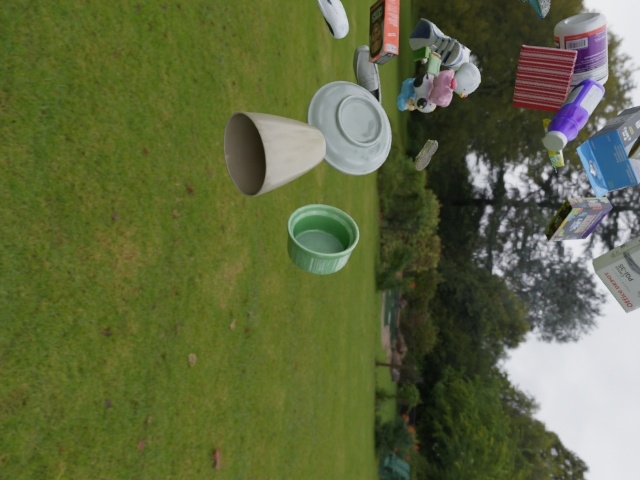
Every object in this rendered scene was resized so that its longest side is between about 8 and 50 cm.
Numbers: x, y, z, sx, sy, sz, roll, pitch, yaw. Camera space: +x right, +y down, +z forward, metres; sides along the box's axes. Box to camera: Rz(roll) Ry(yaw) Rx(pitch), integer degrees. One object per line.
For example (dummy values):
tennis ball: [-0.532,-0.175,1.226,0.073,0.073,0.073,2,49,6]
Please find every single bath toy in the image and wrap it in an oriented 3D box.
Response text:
bath toy: [0.448,-0.576,1.802,0.129,0.348,0.152,-34,111,-26]

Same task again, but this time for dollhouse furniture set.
dollhouse furniture set: [0.387,-0.627,1.624,0.151,0.058,0.076,7,90,-41]

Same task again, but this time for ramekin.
ramekin: [0.000,0.000,1.990,0.304,0.303,0.148,-72,177,-45]

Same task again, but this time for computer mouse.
computer mouse: [0.032,-0.708,1.415,0.193,0.106,0.042,57,-6,-23]

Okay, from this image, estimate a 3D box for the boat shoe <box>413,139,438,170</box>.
boat shoe: [0.439,-0.363,1.996,0.056,0.048,0.153,39,82,-41]

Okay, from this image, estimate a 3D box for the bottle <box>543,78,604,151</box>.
bottle: [0.814,-0.402,1.522,0.283,0.092,0.118,-49,173,-23]

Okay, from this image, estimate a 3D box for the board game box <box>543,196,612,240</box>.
board game box: [0.847,-0.068,1.551,0.170,0.140,0.048,96,-10,-52]

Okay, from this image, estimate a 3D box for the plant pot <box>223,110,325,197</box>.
plant pot: [-0.127,-0.289,1.492,0.273,0.256,0.257,-17,116,-35]

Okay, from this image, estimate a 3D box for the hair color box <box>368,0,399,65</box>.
hair color box: [0.153,-0.509,1.137,0.072,0.043,0.141,-8,-100,64]

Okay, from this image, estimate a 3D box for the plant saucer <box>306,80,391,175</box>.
plant saucer: [0.140,-0.467,1.893,0.100,0.400,0.401,-18,-118,62]

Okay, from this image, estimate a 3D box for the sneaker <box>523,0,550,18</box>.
sneaker: [0.671,-0.781,1.497,0.063,0.073,0.162,-34,97,-33]

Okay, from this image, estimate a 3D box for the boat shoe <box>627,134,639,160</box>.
boat shoe: [0.944,-0.309,1.243,0.277,0.096,0.098,-49,169,5]

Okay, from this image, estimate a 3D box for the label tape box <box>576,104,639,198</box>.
label tape box: [1.188,-0.345,1.838,0.241,0.333,0.106,59,-19,-14]

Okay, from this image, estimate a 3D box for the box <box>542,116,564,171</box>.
box: [0.857,-0.349,1.724,0.105,0.043,0.179,26,60,-52]

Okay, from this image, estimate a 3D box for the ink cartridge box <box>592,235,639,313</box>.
ink cartridge box: [1.160,0.102,1.664,0.207,0.283,0.117,52,33,-1]

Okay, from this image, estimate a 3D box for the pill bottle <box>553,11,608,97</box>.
pill bottle: [1.043,-0.721,1.877,0.182,0.181,0.323,-69,144,-51]

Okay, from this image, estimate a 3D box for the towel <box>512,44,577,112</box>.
towel: [0.859,-0.619,1.814,0.031,0.198,0.275,-58,151,-28]

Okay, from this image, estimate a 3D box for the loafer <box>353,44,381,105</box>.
loafer: [0.218,-0.704,2.090,0.112,0.111,0.320,-107,176,-47]

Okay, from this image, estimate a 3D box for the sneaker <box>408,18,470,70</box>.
sneaker: [0.518,-0.793,1.973,0.182,0.316,0.128,12,124,-43]
